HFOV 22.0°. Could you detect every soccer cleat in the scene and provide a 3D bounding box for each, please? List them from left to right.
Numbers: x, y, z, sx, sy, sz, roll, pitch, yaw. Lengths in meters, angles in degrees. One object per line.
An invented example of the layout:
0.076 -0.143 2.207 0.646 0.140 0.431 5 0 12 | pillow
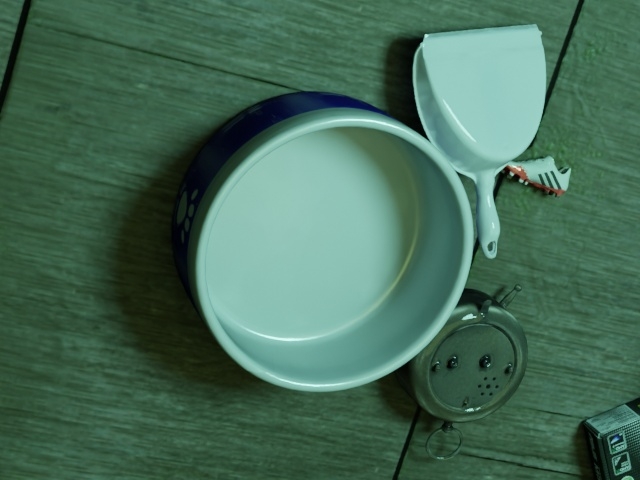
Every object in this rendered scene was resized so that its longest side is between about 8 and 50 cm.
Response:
0.210 -0.069 1.607 0.083 0.029 0.035 21 92 -28 | soccer cleat

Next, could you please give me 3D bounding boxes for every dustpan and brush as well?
0.155 -0.089 1.547 0.147 0.060 0.211 -9 87 -31 | dustpan and brush

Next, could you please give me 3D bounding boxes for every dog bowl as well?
0.000 0.000 1.514 0.265 0.104 0.264 -6 111 -18 | dog bowl

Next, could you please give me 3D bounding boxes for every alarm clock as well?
0.138 0.135 1.639 0.129 0.064 0.192 1 112 -20 | alarm clock

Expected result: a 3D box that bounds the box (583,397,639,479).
0.389 0.245 1.776 0.191 0.045 0.184 -20 112 -12 | box
